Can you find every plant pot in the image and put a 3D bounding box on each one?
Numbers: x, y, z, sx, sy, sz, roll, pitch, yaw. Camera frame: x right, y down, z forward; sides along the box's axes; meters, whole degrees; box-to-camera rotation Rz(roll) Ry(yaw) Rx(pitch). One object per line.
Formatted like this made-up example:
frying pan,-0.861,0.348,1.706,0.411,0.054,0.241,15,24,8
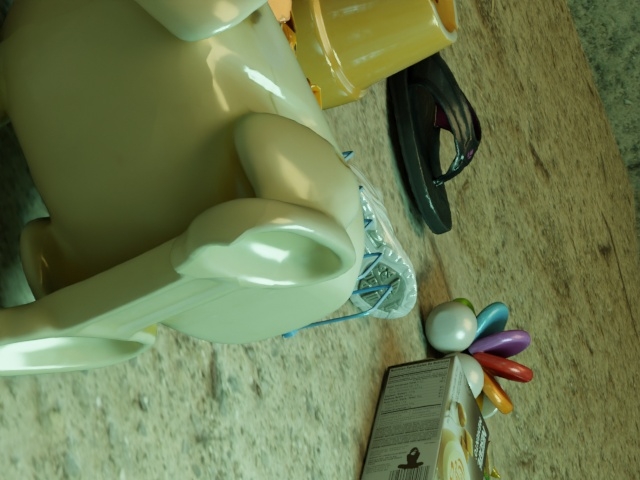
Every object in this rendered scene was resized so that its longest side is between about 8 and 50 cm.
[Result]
plant pot,0.062,-0.282,1.783,0.205,0.188,0.205,-13,90,-70

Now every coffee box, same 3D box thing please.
coffee box,0.131,0.273,1.764,0.246,0.098,0.141,-71,143,-55

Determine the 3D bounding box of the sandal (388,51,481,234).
sandal,0.174,-0.225,2.170,0.167,0.107,0.445,45,37,-56

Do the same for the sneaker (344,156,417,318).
sneaker,0.062,-0.009,1.771,0.115,0.090,0.232,-80,151,-54

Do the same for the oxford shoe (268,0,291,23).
oxford shoe,-0.109,-0.134,1.297,0.133,0.130,0.363,9,75,-34

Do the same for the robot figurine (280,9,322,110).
robot figurine,-0.065,-0.217,1.527,0.211,0.085,0.291,-31,107,-79

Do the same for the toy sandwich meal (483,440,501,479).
toy sandwich meal,0.246,0.335,2.140,0.085,0.029,0.085,-13,90,-70

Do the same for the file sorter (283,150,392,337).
file sorter,0.000,0.000,1.570,0.118,0.104,0.170,-42,118,-67

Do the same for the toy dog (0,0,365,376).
toy dog,-0.106,-0.138,1.077,0.395,0.284,0.408,2,67,-50

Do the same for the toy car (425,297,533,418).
toy car,0.234,0.165,2.053,0.159,0.136,0.182,35,46,-61
